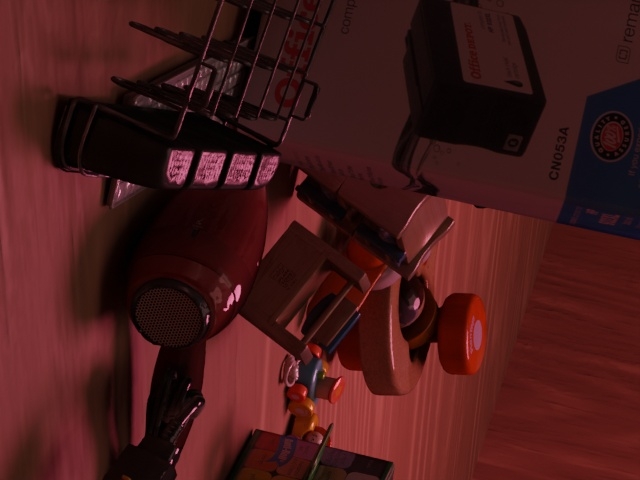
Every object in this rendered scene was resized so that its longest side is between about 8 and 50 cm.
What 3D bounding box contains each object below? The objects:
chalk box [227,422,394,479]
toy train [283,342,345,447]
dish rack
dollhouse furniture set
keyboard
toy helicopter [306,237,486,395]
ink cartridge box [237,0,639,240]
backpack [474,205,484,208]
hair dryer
[{"bbox_3d":[-0.019,0.256,1.684,0.132,0.132,0.213,-57,156,-58],"label":"chalk box"},{"bbox_3d":[-0.014,0.182,1.838,0.125,0.046,0.166,-41,143,-72],"label":"toy train"},{"bbox_3d":[-0.040,-0.153,1.133,0.272,0.074,0.208,-69,165,8],"label":"dish rack"},{"bbox_3d":[0.000,0.000,1.600,0.184,0.129,0.129,-51,164,-9],"label":"dollhouse furniture set"},{"bbox_3d":[-0.087,-0.082,1.283,0.256,0.014,0.072,-44,144,-70],"label":"keyboard"},{"bbox_3d":[0.068,-0.025,1.921,0.235,0.140,0.355,0,91,-69],"label":"toy helicopter"},{"bbox_3d":[0.113,-0.144,1.421,0.129,0.307,0.223,50,53,-83],"label":"ink cartridge box"},{"bbox_3d":[0.120,-0.197,1.688,0.276,0.213,0.263,86,26,-73],"label":"backpack"},{"bbox_3d":[-0.102,0.066,1.293,0.223,0.080,0.294,119,-7,-72],"label":"hair dryer"}]
